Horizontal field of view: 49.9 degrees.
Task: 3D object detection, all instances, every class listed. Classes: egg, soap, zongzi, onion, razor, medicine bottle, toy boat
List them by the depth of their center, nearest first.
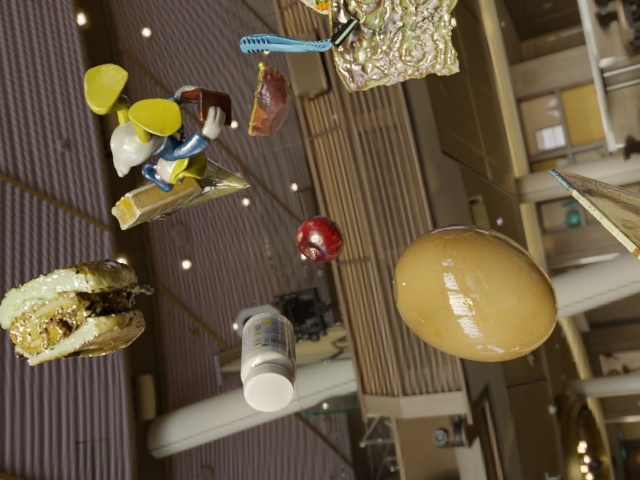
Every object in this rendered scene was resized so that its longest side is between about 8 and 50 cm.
[{"bbox_3d":[-0.048,-0.358,1.244,0.082,0.253,0.042,-57,-43,-30],"label":"razor"},{"bbox_3d":[-0.097,0.223,1.284,0.186,0.103,0.102,-98,-14,-62],"label":"medicine bottle"},{"bbox_3d":[0.350,0.120,1.568,0.301,0.374,0.301,19,-90,-84],"label":"egg"},{"bbox_3d":[0.000,0.000,1.795,0.131,0.131,0.131,40,-135,-55],"label":"onion"},{"bbox_3d":[-0.139,-0.351,1.828,0.099,0.141,0.318,48,159,9],"label":"toy boat"},{"bbox_3d":[-0.458,-0.129,1.994,0.257,0.160,0.080,-29,-89,-38],"label":"soap"},{"bbox_3d":[-0.411,-0.145,2.155,0.289,0.317,0.154,-46,-42,-17],"label":"zongzi"}]

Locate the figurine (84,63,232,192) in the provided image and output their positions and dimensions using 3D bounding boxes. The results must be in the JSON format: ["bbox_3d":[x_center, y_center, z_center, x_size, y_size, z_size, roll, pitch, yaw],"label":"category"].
[{"bbox_3d":[-0.320,-0.224,1.434,0.283,0.204,0.338,-40,-15,-27],"label":"figurine"}]

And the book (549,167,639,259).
[{"bbox_3d":[0.543,-0.029,1.153,0.322,0.228,0.018,-105,33,-59],"label":"book"}]

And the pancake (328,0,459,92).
[{"bbox_3d":[0.167,-0.530,1.494,0.067,0.305,0.426,-65,-21,-62],"label":"pancake"}]

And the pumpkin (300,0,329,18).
[{"bbox_3d":[0.052,-0.726,1.869,0.260,0.260,0.189,-76,-19,-44],"label":"pumpkin"}]

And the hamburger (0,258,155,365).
[{"bbox_3d":[-0.553,0.173,1.606,0.277,0.318,0.195,2,-113,-68],"label":"hamburger"}]
